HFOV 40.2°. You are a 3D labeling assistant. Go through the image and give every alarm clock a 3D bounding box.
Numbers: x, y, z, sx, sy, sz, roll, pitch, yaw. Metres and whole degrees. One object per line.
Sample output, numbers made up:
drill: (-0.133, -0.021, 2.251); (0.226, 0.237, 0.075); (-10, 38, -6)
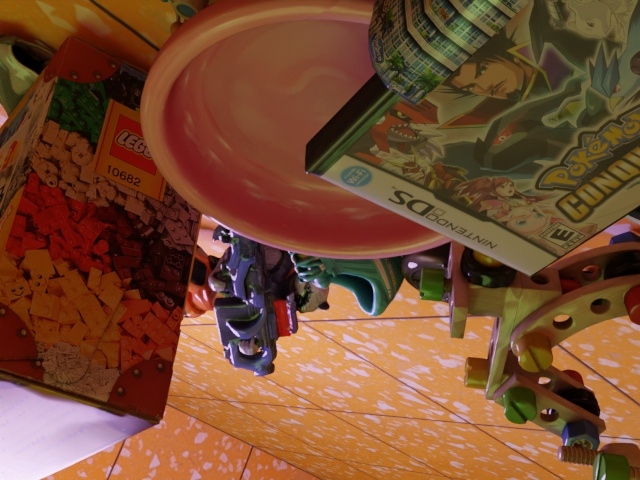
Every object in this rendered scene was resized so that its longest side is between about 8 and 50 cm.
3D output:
alarm clock: (0.169, 0.045, 1.107); (0.129, 0.064, 0.192); (14, 161, 17)

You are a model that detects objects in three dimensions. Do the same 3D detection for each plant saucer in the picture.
plant saucer: (0.015, -0.105, 0.765); (0.332, 0.084, 0.332); (5, 146, 4)

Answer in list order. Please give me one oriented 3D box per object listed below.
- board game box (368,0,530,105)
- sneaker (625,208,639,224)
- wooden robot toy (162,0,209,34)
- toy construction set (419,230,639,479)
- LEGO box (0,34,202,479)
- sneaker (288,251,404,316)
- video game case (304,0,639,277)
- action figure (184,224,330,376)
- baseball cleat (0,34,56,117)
board game box: (0.098, -0.202, 0.463); (0.060, 0.194, 0.194); (27, 143, -17)
sneaker: (0.358, -0.021, 0.744); (0.235, 0.084, 0.097); (11, 159, 24)
wooden robot toy: (-0.110, -0.180, 0.795); (0.076, 0.079, 0.173); (0, 151, 43)
toy construction set: (0.209, 0.134, 0.917); (0.237, 0.308, 0.257); (8, 150, -3)
LEGO box: (-0.347, 0.067, 1.022); (0.193, 0.372, 0.500); (25, 144, -29)
sneaker: (0.000, 0.000, 1.082); (0.275, 0.110, 0.107); (32, 156, -25)
video game case: (0.165, -0.087, 0.660); (0.248, 0.035, 0.275); (24, 138, -25)
action figure: (-0.141, 0.032, 1.291); (0.330, 0.178, 0.341); (12, 136, 4)
baseball cleat: (-0.331, -0.166, 1.039); (0.110, 0.072, 0.206); (7, 158, 21)
